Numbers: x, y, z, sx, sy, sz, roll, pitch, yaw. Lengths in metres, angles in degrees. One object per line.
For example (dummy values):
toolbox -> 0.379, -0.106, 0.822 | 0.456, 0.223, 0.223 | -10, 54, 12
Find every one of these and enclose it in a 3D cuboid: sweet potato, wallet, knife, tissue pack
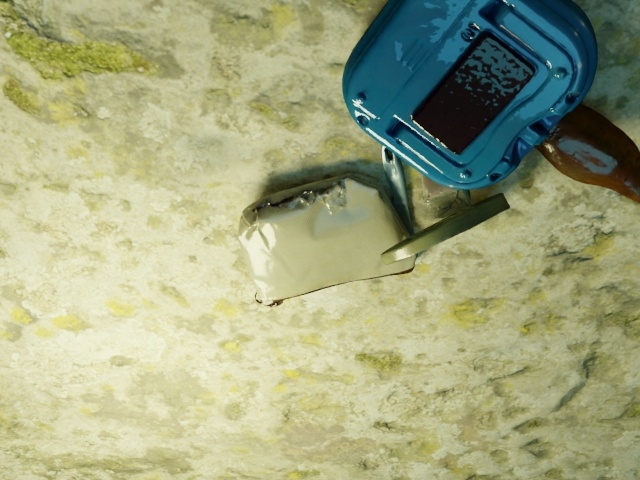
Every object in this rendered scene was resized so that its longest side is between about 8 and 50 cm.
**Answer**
sweet potato -> 0.411, -0.162, 1.317 | 0.359, 0.112, 0.112 | 34, 128, -2
wallet -> 0.001, 0.003, 1.516 | 0.335, 0.068, 0.274 | -13, 133, 9
knife -> 0.143, -0.061, 1.483 | 0.045, 0.019, 0.313 | -3, 134, 16
tissue pack -> 0.215, -0.092, 1.397 | 0.074, 0.094, 0.058 | -19, 130, 20

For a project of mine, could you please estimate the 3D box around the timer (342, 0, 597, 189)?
timer -> 0.213, -0.245, 1.205 | 0.309, 0.115, 0.340 | 35, 126, -8

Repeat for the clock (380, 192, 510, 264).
clock -> 0.211, -0.017, 1.392 | 0.235, 0.235, 0.029 | -27, 90, 25
